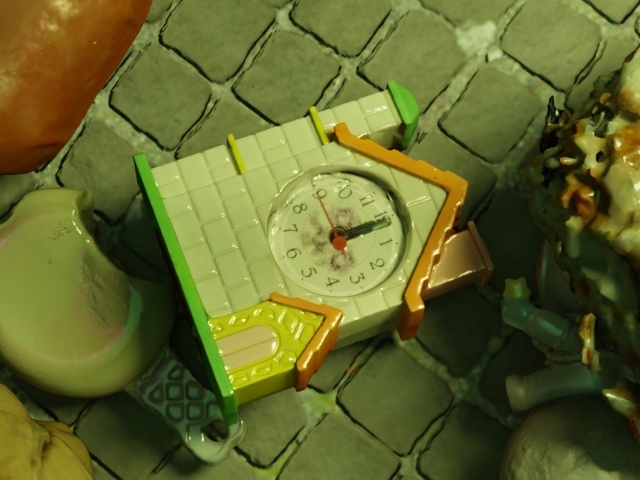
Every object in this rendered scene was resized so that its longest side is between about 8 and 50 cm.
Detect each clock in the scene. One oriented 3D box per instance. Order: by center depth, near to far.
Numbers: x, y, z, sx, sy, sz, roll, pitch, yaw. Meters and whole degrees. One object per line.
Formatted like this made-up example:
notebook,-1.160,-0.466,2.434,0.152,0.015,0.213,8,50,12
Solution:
clock,0.000,0.000,1.186,0.255,0.106,0.219,-20,72,-8

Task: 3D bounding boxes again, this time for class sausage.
sausage,-0.254,-0.177,1.236,0.141,0.153,0.268,37,88,-35

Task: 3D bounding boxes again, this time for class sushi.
sushi,0.350,0.003,1.074,0.418,0.176,0.417,6,74,-23

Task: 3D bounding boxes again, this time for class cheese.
cheese,-0.178,0.082,1.236,0.286,0.082,0.163,39,90,7

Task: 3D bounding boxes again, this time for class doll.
doll,0.220,0.111,1.156,0.151,0.151,0.287,3,81,7

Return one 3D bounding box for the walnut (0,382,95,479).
walnut,-0.306,0.243,1.159,0.224,0.257,0.257,38,88,-30
